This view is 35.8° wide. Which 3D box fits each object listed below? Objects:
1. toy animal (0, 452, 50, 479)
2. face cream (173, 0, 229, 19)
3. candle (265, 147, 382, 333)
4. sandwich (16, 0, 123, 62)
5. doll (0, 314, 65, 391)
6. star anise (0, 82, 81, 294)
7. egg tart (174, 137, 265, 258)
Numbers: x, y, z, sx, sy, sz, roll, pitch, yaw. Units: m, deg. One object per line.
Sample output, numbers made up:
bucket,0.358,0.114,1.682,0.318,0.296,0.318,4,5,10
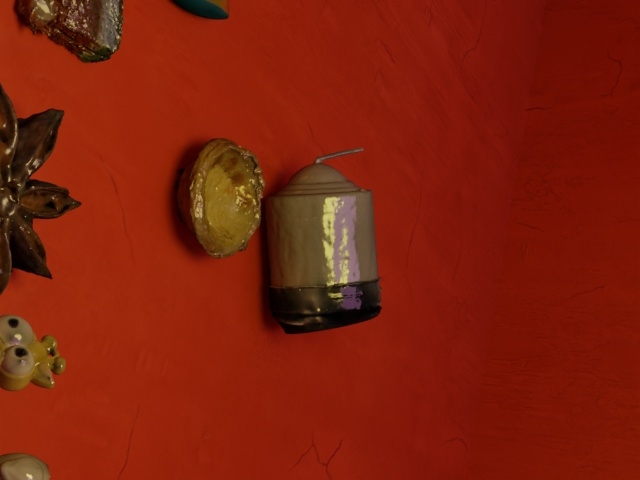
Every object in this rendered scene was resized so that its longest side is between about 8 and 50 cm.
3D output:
toy animal,-0.424,0.297,1.185,0.193,0.178,0.127,29,42,-28
face cream,-0.210,-0.521,1.670,0.139,0.067,0.284,-10,99,-57
candle,0.000,0.000,1.893,0.221,0.221,0.342,-9,95,-59
sandwich,-0.355,-0.376,1.413,0.159,0.079,0.234,-13,101,-59
doll,-0.446,0.147,1.179,0.291,0.086,0.117,-2,49,-35
star anise,-0.435,-0.059,1.248,0.332,0.118,0.331,-28,122,-59
egg tart,-0.178,-0.074,1.709,0.213,0.090,0.212,1,89,-57
